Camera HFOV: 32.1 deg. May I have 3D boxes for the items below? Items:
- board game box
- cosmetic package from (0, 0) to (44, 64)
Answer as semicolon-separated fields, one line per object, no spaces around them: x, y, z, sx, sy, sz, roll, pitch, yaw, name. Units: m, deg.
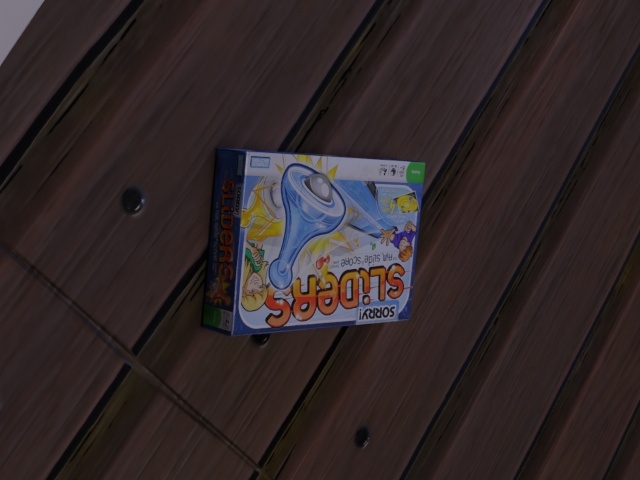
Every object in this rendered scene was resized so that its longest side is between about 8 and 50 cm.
0.000;0.000;0.872;0.201;0.035;0.136;-2;99;-45;board game box
-0.191;-0.149;0.602;0.060;0.099;0.239;45;67;-44;cosmetic package
